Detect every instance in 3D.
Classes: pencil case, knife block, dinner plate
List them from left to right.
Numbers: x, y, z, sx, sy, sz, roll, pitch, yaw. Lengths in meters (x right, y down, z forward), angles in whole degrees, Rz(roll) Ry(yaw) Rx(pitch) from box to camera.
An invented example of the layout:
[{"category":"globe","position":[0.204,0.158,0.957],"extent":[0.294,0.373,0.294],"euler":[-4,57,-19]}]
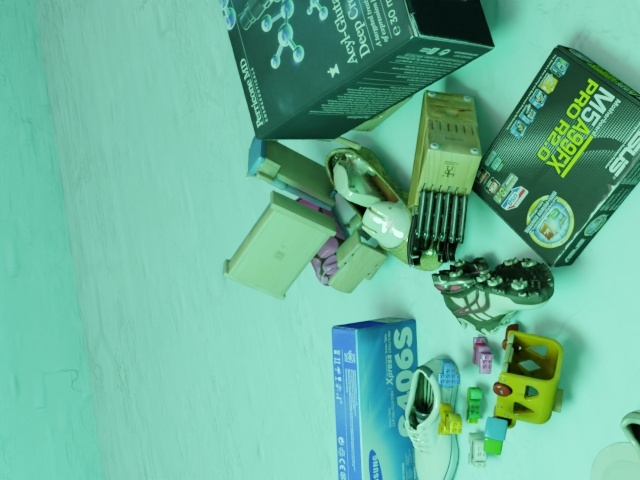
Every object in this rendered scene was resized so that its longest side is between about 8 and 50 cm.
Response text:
[{"category":"pencil case","position":[0.000,0.000,1.474],"extent":[0.209,0.098,0.095],"euler":[62,152,28]},{"category":"knife block","position":[0.202,-0.094,1.178],"extent":[0.275,0.088,0.242],"euler":[-83,2,-47]},{"category":"dinner plate","position":[0.462,0.370,0.998],"extent":[0.141,0.017,0.141],"euler":[7,99,50]}]

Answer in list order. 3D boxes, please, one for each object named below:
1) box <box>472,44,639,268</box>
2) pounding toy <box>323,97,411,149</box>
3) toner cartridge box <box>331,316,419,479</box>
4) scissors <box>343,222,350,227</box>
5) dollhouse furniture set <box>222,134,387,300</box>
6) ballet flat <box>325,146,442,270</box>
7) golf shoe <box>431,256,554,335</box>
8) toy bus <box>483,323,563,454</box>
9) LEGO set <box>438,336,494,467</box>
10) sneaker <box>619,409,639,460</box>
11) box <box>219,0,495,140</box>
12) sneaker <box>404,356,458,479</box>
[{"category":"box","position":[0.374,-0.127,1.042],"extent":[0.216,0.060,0.270],"euler":[54,130,34]},{"category":"pounding toy","position":[0.079,-0.263,1.364],"extent":[0.206,0.094,0.180],"euler":[-35,67,43]},{"category":"toner cartridge box","position":[0.112,0.330,1.305],"extent":[0.075,0.165,0.347],"euler":[-3,90,51]},{"category":"scissors","position":[0.151,-0.035,1.355],"extent":[0.297,0.021,0.108],"euler":[26,113,48]},{"category":"dollhouse furniture set","position":[-0.048,-0.047,1.414],"extent":[0.198,0.287,0.303],"euler":[-52,26,30]},{"category":"ballet flat","position":[0.109,-0.067,1.301],"extent":[0.348,0.123,0.123],"euler":[57,132,39]},{"category":"golf shoe","position":[0.293,0.094,1.107],"extent":[0.120,0.105,0.273],"euler":[69,162,-7]},{"category":"toy bus","position":[0.330,0.240,1.075],"extent":[0.105,0.202,0.190],"euler":[10,93,19]},{"category":"LEGO set","position":[0.246,0.285,1.161],"extent":[0.093,0.087,0.227],"euler":[-146,57,-88]},{"category":"sneaker","position":[0.482,0.310,0.912],"extent":[0.185,0.084,0.069],"euler":[49,122,37]},{"category":"box","position":[0.044,-0.378,1.159],"extent":[0.396,0.212,0.293],"euler":[-24,79,46]},{"category":"sneaker","position":[0.195,0.346,1.259],"extent":[0.094,0.091,0.257],"euler":[4,95,50]}]
